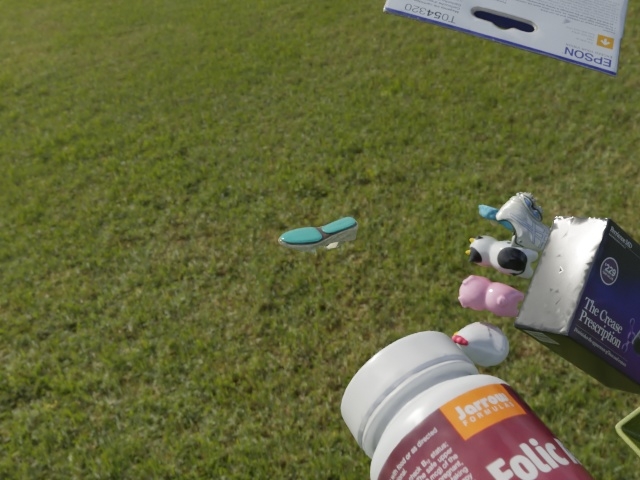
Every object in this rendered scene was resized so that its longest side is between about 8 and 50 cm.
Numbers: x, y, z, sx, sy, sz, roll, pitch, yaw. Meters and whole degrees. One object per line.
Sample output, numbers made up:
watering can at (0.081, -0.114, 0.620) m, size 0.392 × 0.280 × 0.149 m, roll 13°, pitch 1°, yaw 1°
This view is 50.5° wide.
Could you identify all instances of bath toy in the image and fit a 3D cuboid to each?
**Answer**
bath toy at (0.370, 0.103, 1.507) m, size 0.129 × 0.348 × 0.151 m, roll 13°, pitch 0°, yaw -24°

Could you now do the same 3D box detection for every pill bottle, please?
pill bottle at (0.201, 0.308, 0.818) m, size 0.224 × 0.224 × 0.392 m, roll -22°, pitch 46°, yaw -19°

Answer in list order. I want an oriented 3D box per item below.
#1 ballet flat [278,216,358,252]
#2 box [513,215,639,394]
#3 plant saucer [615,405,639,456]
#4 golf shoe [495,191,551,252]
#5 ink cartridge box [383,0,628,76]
ballet flat at (0.000, 0.000, 1.316) m, size 0.168 × 0.052 × 0.057 m, roll -14°, pitch 37°, yaw -20°
box at (0.435, 0.103, 1.025) m, size 0.103 × 0.261 × 0.184 m, roll 1°, pitch 65°, yaw 56°
plant saucer at (0.468, 0.230, 0.751) m, size 0.188 × 0.045 × 0.188 m, roll -37°, pitch 47°, yaw 0°
golf shoe at (0.396, -0.002, 1.258) m, size 0.086 × 0.176 × 0.069 m, roll -37°, pitch -4°, yaw 6°
ink cartridge box at (0.280, -0.382, 0.992) m, size 0.324 × 0.071 × 0.330 m, roll 18°, pitch 64°, yaw 5°
